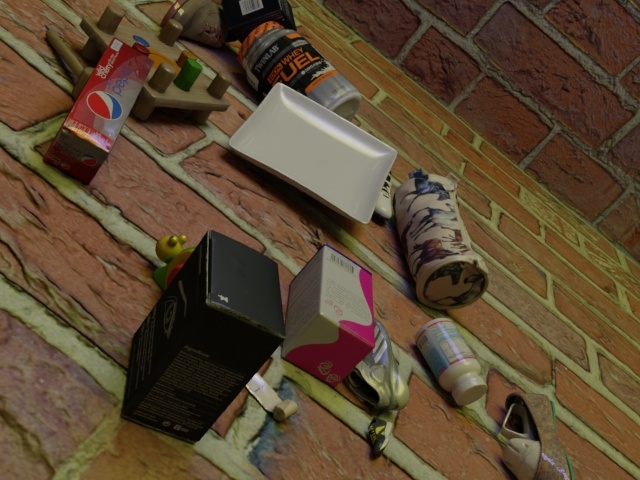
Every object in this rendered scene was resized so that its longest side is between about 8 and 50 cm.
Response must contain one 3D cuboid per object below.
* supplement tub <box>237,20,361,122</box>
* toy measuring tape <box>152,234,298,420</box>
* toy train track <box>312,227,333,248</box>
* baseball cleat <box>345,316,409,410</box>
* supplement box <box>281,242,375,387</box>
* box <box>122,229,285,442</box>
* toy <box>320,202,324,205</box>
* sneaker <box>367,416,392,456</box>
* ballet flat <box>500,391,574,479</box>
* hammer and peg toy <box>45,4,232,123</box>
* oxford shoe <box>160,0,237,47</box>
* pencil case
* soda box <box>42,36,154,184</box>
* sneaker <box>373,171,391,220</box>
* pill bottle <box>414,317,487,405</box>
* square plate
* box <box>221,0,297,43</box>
[{"bbox_3d":[-0.061,-0.418,1.959,0.316,0.193,0.194,46,25,14],"label":"supplement tub"},{"bbox_3d":[-0.127,0.105,1.087,0.330,0.121,0.121,47,26,15],"label":"toy measuring tape"},{"bbox_3d":[0.000,0.000,1.561,0.048,0.014,0.083,22,24,-19],"label":"toy train track"},{"bbox_3d":[0.080,0.198,1.273,0.110,0.072,0.205,11,33,-35],"label":"baseball cleat"},{"bbox_3d":[0.016,0.122,1.260,0.111,0.114,0.220,34,24,-15],"label":"supplement box"},{"bbox_3d":[-0.145,0.119,0.925,0.108,0.207,0.153,28,27,-24],"label":"box"},{"bbox_3d":[0.013,-0.122,1.731,0.237,0.056,0.137,31,31,-6],"label":"toy"},{"bbox_3d":[0.087,0.305,1.157,0.035,0.031,0.083,27,20,4],"label":"sneaker"},{"bbox_3d":[0.388,0.385,1.381,0.106,0.107,0.316,18,20,1],"label":"ballet flat"},{"bbox_3d":[-0.370,-0.366,1.517,0.266,0.127,0.361,48,26,18],"label":"hammer and peg toy"},{"bbox_3d":[-0.303,-0.581,1.983,0.130,0.123,0.348,44,25,-1],"label":"oxford shoe"},{"bbox_3d":[0.281,-0.008,1.764,0.160,0.183,0.410,30,27,-23],"label":"pencil case"},{"bbox_3d":[-0.367,-0.222,1.249,0.084,0.092,0.263,30,43,-20],"label":"soda box"},{"bbox_3d":[0.148,-0.135,1.908,0.085,0.086,0.237,30,28,-25],"label":"sneaker"},{"bbox_3d":[0.253,0.233,1.434,0.087,0.087,0.160,17,34,-41],"label":"pill bottle"},{"bbox_3d":[-0.009,-0.200,1.707,0.344,0.049,0.347,30,38,-3],"label":"square plate"},{"bbox_3d":[-0.163,-0.608,2.026,0.158,0.156,0.093,28,46,-73],"label":"box"}]
